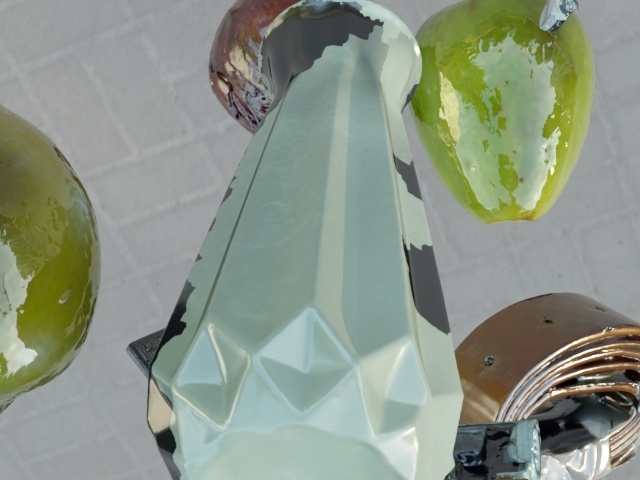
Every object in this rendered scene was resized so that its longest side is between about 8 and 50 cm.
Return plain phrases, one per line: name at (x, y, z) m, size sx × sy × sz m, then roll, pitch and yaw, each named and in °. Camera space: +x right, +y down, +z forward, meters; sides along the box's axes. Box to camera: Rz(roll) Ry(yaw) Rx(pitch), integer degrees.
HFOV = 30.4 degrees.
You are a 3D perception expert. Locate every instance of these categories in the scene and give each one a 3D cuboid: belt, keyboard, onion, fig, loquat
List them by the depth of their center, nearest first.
loquat at (-0.198, 0.005, 0.653) m, size 0.152 × 0.195 × 0.152 m, roll -6°, pitch 167°, yaw -2°
keyboard at (-0.080, 0.077, 0.834) m, size 0.010 × 0.155 × 0.053 m, roll -43°, pitch 81°, yaw 24°
belt at (0.242, 0.154, 1.192) m, size 0.261 × 0.105 × 0.184 m, roll 1°, pitch 110°, yaw -40°
fig at (0.246, -0.178, 1.568) m, size 0.258 × 0.326 × 0.258 m, roll -5°, pitch 163°, yaw -1°
onion at (-0.033, -0.227, 1.633) m, size 0.221 × 0.281 × 0.281 m, roll -21°, pitch 120°, yaw 8°

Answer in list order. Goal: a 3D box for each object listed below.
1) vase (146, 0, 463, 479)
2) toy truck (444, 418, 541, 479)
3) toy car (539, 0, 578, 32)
vase at (0.000, 0.000, 0.690) m, size 0.165 × 0.360 × 0.165 m, roll 3°, pitch 133°, yaw 3°
toy truck at (0.113, 0.267, 0.932) m, size 0.133 × 0.338 × 0.184 m, roll -7°, pitch 106°, yaw 17°
toy car at (0.207, -0.220, 0.989) m, size 0.025 × 0.041 × 0.093 m, roll 20°, pitch 80°, yaw -6°
